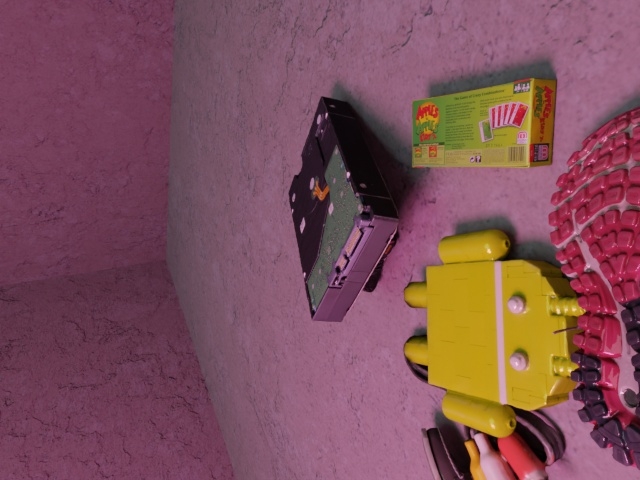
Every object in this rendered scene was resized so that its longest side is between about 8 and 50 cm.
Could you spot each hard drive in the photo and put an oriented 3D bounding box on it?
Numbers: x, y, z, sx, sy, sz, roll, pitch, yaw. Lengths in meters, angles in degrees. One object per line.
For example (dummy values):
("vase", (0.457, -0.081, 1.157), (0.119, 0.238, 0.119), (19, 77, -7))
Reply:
("hard drive", (0.020, -0.063, 0.737), (0.339, 0.064, 0.237), (-103, 27, -45))

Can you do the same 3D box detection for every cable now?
("cable", (0.207, 0.232, 0.587), (0.287, 0.072, 0.139), (55, 136, 38))

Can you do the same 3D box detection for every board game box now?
("board game box", (0.192, -0.139, 0.531), (0.181, 0.043, 0.092), (16, 112, 58))

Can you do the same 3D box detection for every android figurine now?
("android figurine", (0.206, 0.111, 0.535), (0.273, 0.056, 0.248), (-9, 78, 62))

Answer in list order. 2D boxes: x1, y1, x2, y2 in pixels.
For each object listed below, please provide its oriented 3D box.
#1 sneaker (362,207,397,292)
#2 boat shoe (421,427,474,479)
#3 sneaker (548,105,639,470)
("sneaker", (0.091, 0.011, 0.727), (0.077, 0.072, 0.178), (28, 123, 53))
("boat shoe", (0.218, 0.384, 0.620), (0.081, 0.069, 0.227), (50, -163, -62))
("sneaker", (0.283, 0.030, 0.365), (0.121, 0.112, 0.299), (146, 128, -75))
